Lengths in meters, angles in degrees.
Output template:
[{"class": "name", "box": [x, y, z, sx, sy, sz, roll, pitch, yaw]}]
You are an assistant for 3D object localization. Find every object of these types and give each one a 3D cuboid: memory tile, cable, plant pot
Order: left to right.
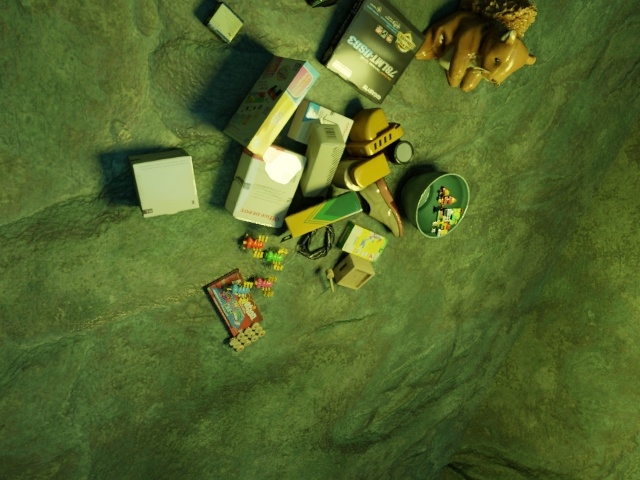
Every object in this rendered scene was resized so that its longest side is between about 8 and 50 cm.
[{"class": "memory tile", "box": [-0.313, 0.415, 1.886, 0.148, 0.012, 0.113, -34, 140, -10]}, {"class": "cable", "box": [0.000, 0.000, 1.862, 0.151, 0.047, 0.184, 33, 94, -37]}, {"class": "plant pot", "box": [0.483, -0.183, 1.960, 0.293, 0.196, 0.292, -14, 120, -25]}]

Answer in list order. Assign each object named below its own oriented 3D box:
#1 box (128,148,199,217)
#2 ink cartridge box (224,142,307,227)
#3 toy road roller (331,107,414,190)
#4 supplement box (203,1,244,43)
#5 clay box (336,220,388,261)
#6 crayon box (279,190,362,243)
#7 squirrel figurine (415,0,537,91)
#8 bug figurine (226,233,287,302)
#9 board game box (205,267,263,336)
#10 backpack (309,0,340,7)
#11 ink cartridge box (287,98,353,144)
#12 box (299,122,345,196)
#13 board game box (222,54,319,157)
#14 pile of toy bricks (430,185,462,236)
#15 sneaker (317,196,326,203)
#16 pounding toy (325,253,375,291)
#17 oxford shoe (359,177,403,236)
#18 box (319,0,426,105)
[{"class": "box", "box": [-0.507, -0.188, 1.427, 0.181, 0.119, 0.181, -14, 120, -25]}, {"class": "ink cartridge box", "box": [-0.202, -0.210, 1.595, 0.207, 0.117, 0.282, 13, 106, -35]}, {"class": "toy road roller", "box": [0.171, -0.361, 1.698, 0.330, 0.202, 0.240, -34, 113, -16]}, {"class": "supplement box", "box": [-0.297, -0.668, 1.351, 0.083, 0.056, 0.083, 35, 93, -37]}, {"class": "clay box", "box": [0.193, 0.009, 1.975, 0.222, 0.053, 0.127, 22, 101, -37]}, {"class": "crayon box", "box": [-0.015, -0.094, 1.668, 0.323, 0.203, 0.083, -23, 96, 1]}, {"class": "squirrel figurine", "box": [0.631, -0.763, 1.650, 0.281, 0.370, 0.396, 28, 97, -37]}, {"class": "bug figurine", "box": [-0.251, 0.112, 1.746, 0.216, 0.072, 0.278, 16, 95, -43]}, {"class": "board game box", "box": [-0.345, 0.257, 1.800, 0.145, 0.027, 0.281, -30, 125, -16]}, {"class": "backpack", "box": [0.049, -0.830, 1.392, 0.166, 0.188, 0.144, -29, 125, -14]}, {"class": "ink cartridge box", "box": [0.001, -0.417, 1.632, 0.203, 0.086, 0.148, 12, 107, -33]}, {"class": "box", "box": [0.000, -0.285, 1.598, 0.094, 0.113, 0.275, -2, 148, -18]}, {"class": "board game box", "box": [-0.169, -0.440, 1.424, 0.064, 0.242, 0.316, 33, 95, -39]}, {"class": "pile of toy bricks", "box": [0.533, -0.112, 1.818, 0.105, 0.118, 0.212, -2, 117, -8]}, {"class": "sneaker", "box": [-0.001, -0.202, 1.770, 0.057, 0.047, 0.119, 10, 105, -16]}, {"class": "pounding toy", "box": [0.100, 0.144, 1.962, 0.206, 0.094, 0.181, 21, 126, -36]}, {"class": "oxford shoe", "box": [0.270, -0.134, 1.935, 0.130, 0.123, 0.348, -22, 128, 12]}, {"class": "box", "box": [0.191, -0.690, 1.593, 0.296, 0.073, 0.293, 24, 109, -35]}]
